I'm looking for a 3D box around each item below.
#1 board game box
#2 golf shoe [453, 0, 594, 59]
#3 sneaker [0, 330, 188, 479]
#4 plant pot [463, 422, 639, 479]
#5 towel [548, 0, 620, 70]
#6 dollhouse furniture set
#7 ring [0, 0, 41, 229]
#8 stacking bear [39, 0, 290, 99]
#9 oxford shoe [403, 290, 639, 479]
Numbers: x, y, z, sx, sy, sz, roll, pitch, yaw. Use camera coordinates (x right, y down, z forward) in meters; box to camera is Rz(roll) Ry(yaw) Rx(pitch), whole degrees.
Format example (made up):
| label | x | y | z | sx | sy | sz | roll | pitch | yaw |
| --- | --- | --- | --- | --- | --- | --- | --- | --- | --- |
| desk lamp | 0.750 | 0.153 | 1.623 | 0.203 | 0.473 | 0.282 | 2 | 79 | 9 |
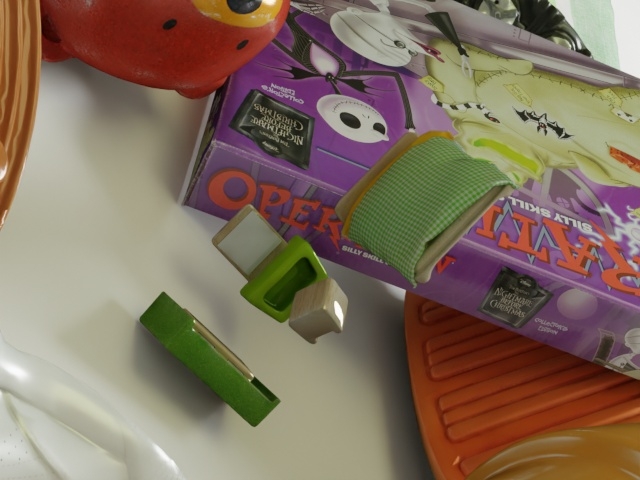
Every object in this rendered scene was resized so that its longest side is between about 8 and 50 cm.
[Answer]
| label | x | y | z | sx | sy | sz | roll | pitch | yaw |
| --- | --- | --- | --- | --- | --- | --- | --- | --- | --- |
| board game box | 0.114 | -0.030 | 0.867 | 0.346 | 0.056 | 0.208 | 21 | 41 | -9 |
| golf shoe | 0.134 | -0.075 | 1.085 | 0.273 | 0.105 | 0.120 | 49 | 13 | -32 |
| sneaker | -0.116 | 0.074 | 0.532 | 0.212 | 0.080 | 0.094 | 50 | 58 | -46 |
| plant pot | 0.068 | 0.170 | 0.618 | 0.188 | 0.205 | 0.205 | 4 | 59 | -41 |
| towel | 0.124 | -0.229 | 1.261 | 0.325 | 0.038 | 0.248 | 43 | 30 | -28 |
| dollhouse furniture set | 0.000 | 0.000 | 0.713 | 0.058 | 0.152 | 0.076 | 47 | -5 | -28 |
| ring | -0.199 | -0.111 | 0.517 | 0.336 | 0.032 | 0.337 | 25 | 58 | -48 |
| stacking bear | -0.037 | -0.202 | 0.728 | 0.175 | 0.289 | 0.164 | 12 | 11 | -46 |
| oxford shoe | 0.127 | 0.160 | 0.828 | 0.133 | 0.130 | 0.364 | 91 | -19 | -51 |
